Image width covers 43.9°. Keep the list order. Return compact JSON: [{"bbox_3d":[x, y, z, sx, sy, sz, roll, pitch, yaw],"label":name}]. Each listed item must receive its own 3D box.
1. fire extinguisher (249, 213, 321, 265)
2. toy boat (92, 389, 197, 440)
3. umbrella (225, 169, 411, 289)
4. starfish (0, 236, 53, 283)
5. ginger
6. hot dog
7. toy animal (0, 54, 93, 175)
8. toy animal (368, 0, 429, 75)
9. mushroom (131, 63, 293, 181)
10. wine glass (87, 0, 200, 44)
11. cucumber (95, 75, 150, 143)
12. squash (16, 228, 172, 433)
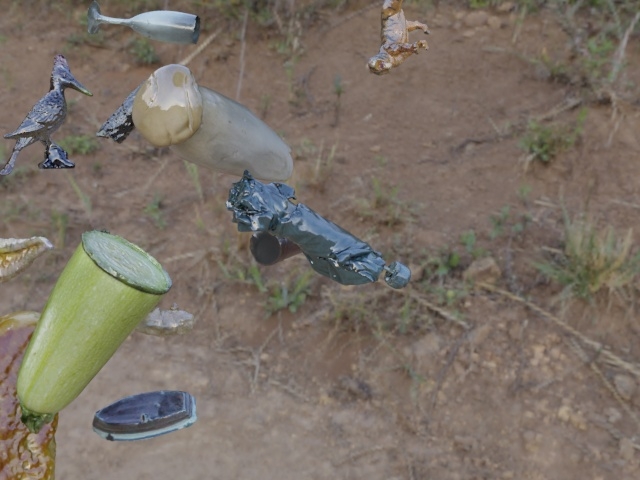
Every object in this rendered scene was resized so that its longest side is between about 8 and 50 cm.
[{"bbox_3d":[-0.052,-0.016,1.574,0.089,0.072,0.268,34,23,16],"label":"fire extinguisher"},{"bbox_3d":[-0.225,0.230,1.021,0.140,0.066,0.059,-10,48,3],"label":"toy boat"},{"bbox_3d":[-0.001,0.003,1.343,0.349,0.094,0.143,27,33,-21],"label":"umbrella"},{"bbox_3d":[-0.486,0.070,0.817,0.398,0.383,0.132,-36,48,-25],"label":"starfish"},{"bbox_3d":[-0.228,0.067,0.969,0.051,0.069,0.173,41,-10,49],"label":"ginger"},{"bbox_3d":[-0.385,0.202,0.890,0.150,0.256,0.153,-19,-24,40],"label":"hot dog"},{"bbox_3d":[-0.416,-0.183,1.207,0.105,0.202,0.070,17,0,-34],"label":"toy animal"},{"bbox_3d":[0.163,-0.478,1.705,0.116,0.255,0.114,-5,-9,22],"label":"toy animal"},{"bbox_3d":[-0.186,-0.187,1.379,0.154,0.137,0.407,29,1,22],"label":"mushroom"},{"bbox_3d":[-0.315,-0.390,1.432,0.198,0.066,0.066,8,12,6],"label":"wine glass"},{"bbox_3d":[-0.331,-0.243,1.439,0.053,0.181,0.053,44,4,-4],"label":"cucumber"},{"bbox_3d":[-0.231,0.101,0.753,0.094,0.224,0.094,31,18,-11],"label":"squash"}]
